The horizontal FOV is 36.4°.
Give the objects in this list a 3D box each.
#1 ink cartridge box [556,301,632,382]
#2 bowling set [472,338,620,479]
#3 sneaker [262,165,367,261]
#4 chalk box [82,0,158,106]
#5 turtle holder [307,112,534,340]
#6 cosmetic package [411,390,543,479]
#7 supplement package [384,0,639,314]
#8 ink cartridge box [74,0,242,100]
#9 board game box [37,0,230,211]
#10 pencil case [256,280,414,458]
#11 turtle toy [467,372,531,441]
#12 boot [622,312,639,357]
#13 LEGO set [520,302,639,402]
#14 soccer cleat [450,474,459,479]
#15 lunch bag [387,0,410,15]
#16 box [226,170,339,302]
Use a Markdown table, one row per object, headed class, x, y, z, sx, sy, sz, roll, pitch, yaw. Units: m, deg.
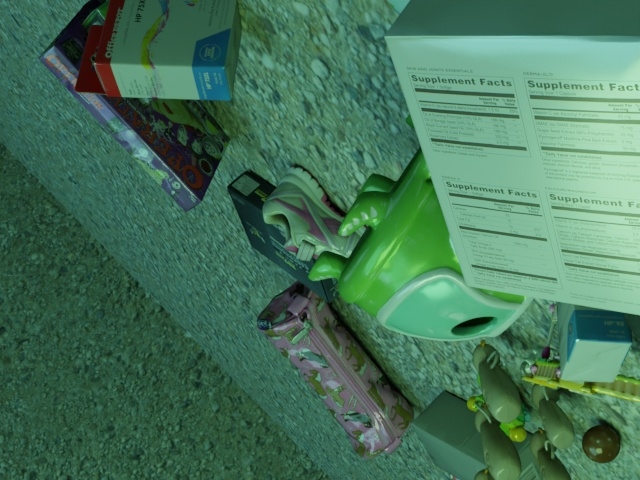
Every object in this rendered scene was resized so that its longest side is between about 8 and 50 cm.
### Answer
| class | x | y | z | sx | sy | sz | roll | pitch | yaw |
| --- | --- | --- | --- | --- | --- | --- | --- | --- | --- |
| ink cartridge box | 0.296 | 0.053 | 1.073 | 0.060 | 0.180 | 0.104 | 2 | 149 | 5 |
| bowling set | 0.324 | 0.293 | 1.444 | 0.154 | 0.200 | 0.287 | -100 | 10 | -63 |
| sneaker | 0.000 | 0.000 | 1.612 | 0.252 | 0.111 | 0.103 | 44 | 160 | 13 |
| chalk box | -0.281 | -0.341 | 1.542 | 0.213 | 0.132 | 0.132 | 55 | 161 | -15 |
| turtle holder | 0.158 | -0.023 | 1.123 | 0.227 | 0.243 | 0.320 | 33 | 120 | 0 |
| cosmetic package | 0.286 | 0.375 | 1.735 | 0.238 | 0.107 | 0.127 | 26 | 151 | 53 |
| supplement package | 0.208 | -0.107 | 0.761 | 0.198 | 0.199 | 0.262 | 8 | 140 | 33 |
| ink cartridge box | -0.236 | -0.277 | 1.389 | 0.231 | 0.134 | 0.078 | 2 | 151 | 4 |
| board game box | -0.302 | -0.233 | 1.648 | 0.056 | 0.208 | 0.347 | -26 | 118 | 32 |
| pencil case | 0.035 | 0.260 | 1.971 | 0.160 | 0.167 | 0.386 | -25 | 109 | 33 |
| turtle toy | 0.287 | 0.260 | 1.560 | 0.130 | 0.066 | 0.095 | 56 | 158 | -19 |
| boot | 0.496 | 0.196 | 0.870 | 0.445 | 0.146 | 0.367 | 22 | 140 | 46 |
| LEGO set | 0.356 | 0.141 | 1.199 | 0.132 | 0.107 | 0.287 | 19 | 171 | -31 |
| soccer cleat | 0.346 | 0.509 | 1.920 | 0.095 | 0.083 | 0.248 | -22 | 106 | 39 |
| lunch bag | 0.084 | -0.309 | 0.888 | 0.219 | 0.090 | 0.176 | 51 | 158 | -10 |
| box | -0.060 | -0.007 | 1.807 | 0.233 | 0.059 | 0.183 | 35 | 158 | 34 |
